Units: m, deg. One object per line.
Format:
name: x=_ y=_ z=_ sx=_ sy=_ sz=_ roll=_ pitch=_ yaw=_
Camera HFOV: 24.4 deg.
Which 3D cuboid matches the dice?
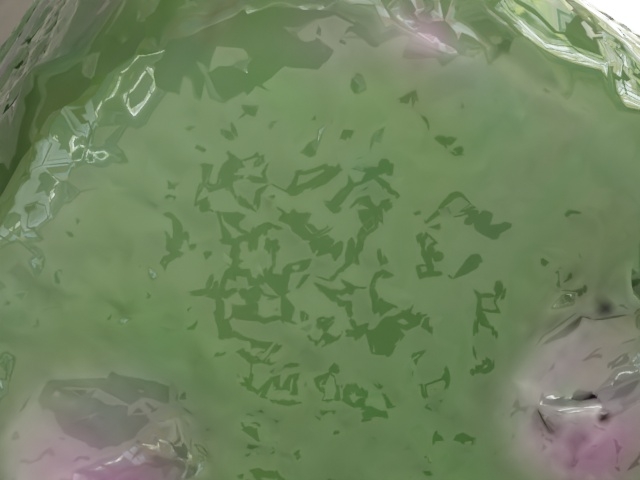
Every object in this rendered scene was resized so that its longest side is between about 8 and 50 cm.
dice: x=0.000 y=0.000 z=0.680 sx=0.318 sy=0.330 sz=0.322 roll=-54 pitch=-164 yaw=14
